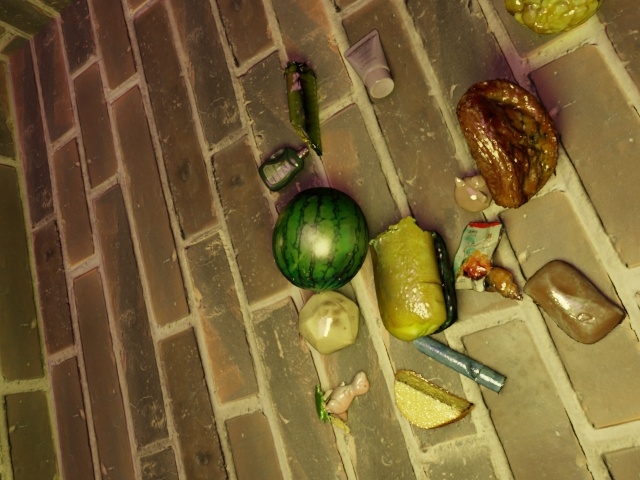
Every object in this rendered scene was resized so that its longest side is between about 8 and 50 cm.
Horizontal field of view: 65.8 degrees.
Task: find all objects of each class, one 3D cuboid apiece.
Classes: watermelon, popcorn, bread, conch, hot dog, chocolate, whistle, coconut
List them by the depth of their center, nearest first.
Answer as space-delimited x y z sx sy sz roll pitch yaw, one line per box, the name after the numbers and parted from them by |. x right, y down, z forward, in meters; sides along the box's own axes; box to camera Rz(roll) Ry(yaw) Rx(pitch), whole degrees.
0.713 0.171 1.409 0.161 0.083 0.261 -49 64 12 | chocolate
0.539 -0.279 1.417 0.174 0.267 0.387 1 127 58 | hot dog
0.696 -0.741 1.447 0.247 0.282 0.282 -37 66 -5 | popcorn
0.527 0.118 1.525 0.233 0.080 0.086 22 80 53 | conch
0.331 0.515 1.541 0.260 0.129 0.133 18 99 30 | bread
0.423 0.378 1.548 0.304 0.062 0.062 26 95 28 | whistle
0.283 0.123 1.560 0.251 0.208 0.376 -19 70 33 | bread
0.000 0.000 1.671 0.364 0.363 0.362 -4 81 28 | watermelon
0.038 0.283 1.691 0.224 0.224 0.224 -4 81 28 | coconut

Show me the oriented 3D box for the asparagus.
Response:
-0.066 -0.505 1.904 0.108 0.129 0.381 -24 69 62 | asparagus

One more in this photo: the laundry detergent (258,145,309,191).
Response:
-0.136 -0.301 1.933 0.222 0.078 0.144 -40 63 19 | laundry detergent

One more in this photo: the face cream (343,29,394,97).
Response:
0.184 -0.646 1.813 0.154 0.096 0.273 -34 56 24 | face cream

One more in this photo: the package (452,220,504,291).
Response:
0.473 0.049 1.524 0.166 0.040 0.231 7 78 63 | package

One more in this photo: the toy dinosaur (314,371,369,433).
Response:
0.074 0.541 1.698 0.177 0.152 0.194 1 92 -10 | toy dinosaur

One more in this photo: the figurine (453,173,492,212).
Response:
0.481 -0.150 1.549 0.125 0.138 0.125 -7 74 24 | figurine
